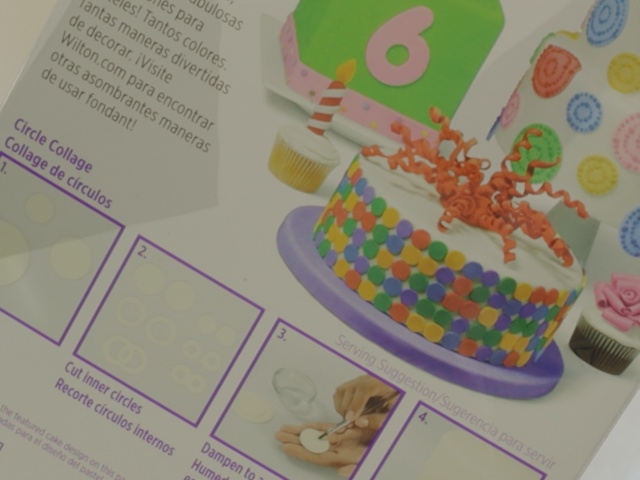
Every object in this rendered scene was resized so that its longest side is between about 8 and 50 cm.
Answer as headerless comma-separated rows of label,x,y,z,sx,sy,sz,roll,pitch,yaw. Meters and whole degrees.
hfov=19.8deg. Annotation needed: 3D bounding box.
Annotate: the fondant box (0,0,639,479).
fondant box,0.000,0.000,0.664,0.238,0.330,0.096,31,-164,1
